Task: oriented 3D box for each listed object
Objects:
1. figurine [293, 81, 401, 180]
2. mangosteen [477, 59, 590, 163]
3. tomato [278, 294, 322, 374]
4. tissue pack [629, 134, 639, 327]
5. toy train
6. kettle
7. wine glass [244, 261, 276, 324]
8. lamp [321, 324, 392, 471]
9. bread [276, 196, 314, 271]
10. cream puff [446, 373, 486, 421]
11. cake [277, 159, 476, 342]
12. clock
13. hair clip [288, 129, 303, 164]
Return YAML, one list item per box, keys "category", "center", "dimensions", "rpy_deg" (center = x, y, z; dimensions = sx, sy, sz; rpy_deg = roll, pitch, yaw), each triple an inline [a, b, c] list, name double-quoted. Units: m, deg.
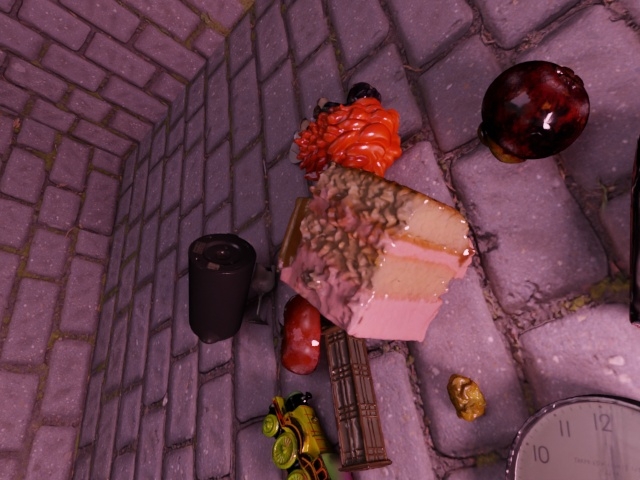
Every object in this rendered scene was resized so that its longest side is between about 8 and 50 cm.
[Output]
- category: "figurine"
  center: [0.075, -0.319, 1.215]
  dimensions: [0.305, 0.241, 0.412]
  rpy_deg: [-19, 37, 13]
- category: "mangosteen"
  center: [0.411, -0.247, 0.819]
  dimensions: [0.209, 0.209, 0.210]
  rpy_deg: [-22, 57, 39]
- category: "tomato"
  center: [-0.064, 0.246, 1.096]
  dimensions: [0.228, 0.101, 0.228]
  rpy_deg: [-175, 90, -81]
- category: "tissue pack"
  center: [0.582, -0.022, 0.582]
  dimensions: [0.244, 0.123, 0.333]
  rpy_deg: [1, 73, 45]
- category: "toy train"
  center: [-0.042, 0.506, 1.021]
  dimensions: [0.160, 0.100, 0.296]
  rpy_deg: [-47, 43, 10]
- category: "kettle"
  center: [-0.339, 0.140, 1.363]
  dimensions: [0.262, 0.203, 0.308]
  rpy_deg: [54, 140, 45]
- category: "wine glass"
  center: [-0.191, 0.171, 1.348]
  dimensions: [0.079, 0.079, 0.196]
  rpy_deg: [-10, 67, 44]
- category: "lamp"
  center: [0.078, 0.351, 0.971]
  dimensions: [0.089, 0.090, 0.326]
  rpy_deg: [-31, 52, 33]
- category: "bread"
  center: [0.000, 0.000, 1.200]
  dimensions: [0.239, 0.111, 0.246]
  rpy_deg: [9, 79, 49]
- category: "cream puff"
  center: [0.282, 0.301, 0.805]
  dimensions: [0.058, 0.083, 0.083]
  rpy_deg: [-20, 32, -9]
- category: "cake"
  center: [0.129, 0.029, 0.921]
  dimensions: [0.314, 0.293, 0.307]
  rpy_deg: [34, 103, 53]
- category: "clock"
  center: [0.429, 0.385, 0.602]
  dimensions: [0.312, 0.061, 0.313]
  rpy_deg: [-22, 58, 40]
- category: "hair clip"
  center: [-0.070, -0.322, 1.476]
  dimensions: [0.116, 0.049, 0.172]
  rpy_deg: [-55, 39, 6]
